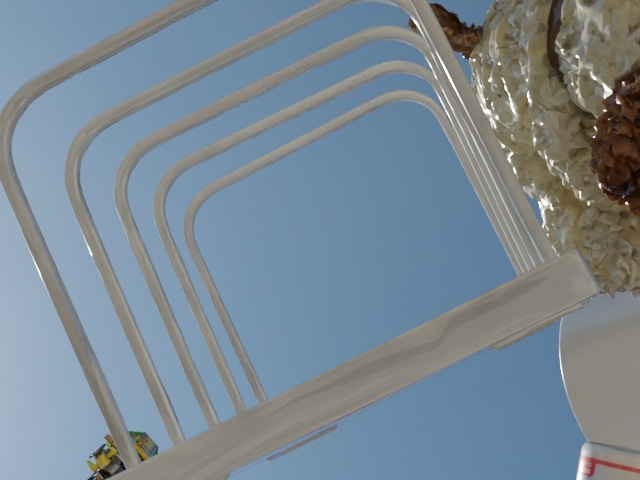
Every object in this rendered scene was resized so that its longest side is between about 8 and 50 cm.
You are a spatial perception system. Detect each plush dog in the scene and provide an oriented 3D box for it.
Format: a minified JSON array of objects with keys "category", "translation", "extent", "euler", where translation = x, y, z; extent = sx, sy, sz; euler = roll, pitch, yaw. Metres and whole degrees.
[{"category":"plush dog","translation":[0.181,-0.119,0.651],"extent":[0.210,0.225,0.263],"euler":[28,-104,-12]}]

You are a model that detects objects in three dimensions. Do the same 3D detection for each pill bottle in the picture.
[{"category":"pill bottle","translation":[0.259,0.262,0.974],"extent":[0.087,0.087,0.160],"euler":[10,-96,15]}]

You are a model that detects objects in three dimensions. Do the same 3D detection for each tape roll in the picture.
[{"category":"tape roll","translation":[0.397,0.131,1.199],"extent":[0.169,0.246,0.246],"euler":[-26,-84,43]}]

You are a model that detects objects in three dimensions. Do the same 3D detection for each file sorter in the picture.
[{"category":"file sorter","translation":[0.000,0.000,0.543],"extent":[0.192,0.277,0.173],"euler":[-26,-100,6]}]

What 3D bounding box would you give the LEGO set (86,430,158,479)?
[{"category":"LEGO set","translation":[-0.251,0.377,1.204],"extent":[0.331,0.192,0.255],"euler":[-33,-88,1]}]
